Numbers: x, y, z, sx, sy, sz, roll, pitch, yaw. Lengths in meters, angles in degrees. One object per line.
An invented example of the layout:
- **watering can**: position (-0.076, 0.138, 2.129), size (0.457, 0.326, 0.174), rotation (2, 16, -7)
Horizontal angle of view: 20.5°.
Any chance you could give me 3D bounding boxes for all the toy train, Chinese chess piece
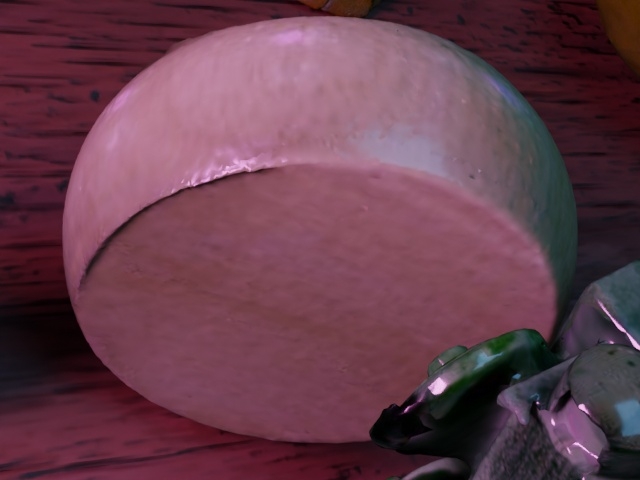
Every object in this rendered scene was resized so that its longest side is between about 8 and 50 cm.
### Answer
- **toy train**: position (0.122, 0.122, 0.821), size (0.202, 0.266, 0.145), rotation (-22, 61, -29)
- **Chinese chess piece**: position (0.000, 0.000, 0.863), size (0.250, 0.250, 0.101), rotation (22, 48, -27)

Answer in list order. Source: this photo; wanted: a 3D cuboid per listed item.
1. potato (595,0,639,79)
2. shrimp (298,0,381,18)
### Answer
- **potato**: position (0.331, -0.153, 1.248), size (0.304, 0.216, 0.216), rotation (18, 55, -15)
- **shrimp**: position (0.011, -0.223, 1.151), size (0.124, 0.034, 0.178), rotation (26, 53, -28)
